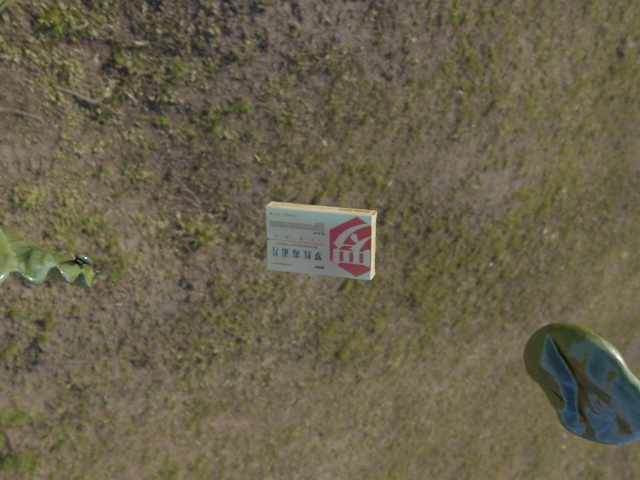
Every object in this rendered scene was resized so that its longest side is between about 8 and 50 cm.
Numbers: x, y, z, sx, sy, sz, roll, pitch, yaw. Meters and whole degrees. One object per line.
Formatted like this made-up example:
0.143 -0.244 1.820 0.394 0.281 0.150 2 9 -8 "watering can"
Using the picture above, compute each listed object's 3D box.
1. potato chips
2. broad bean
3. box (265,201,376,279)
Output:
-0.465 -0.025 0.894 0.373 0.389 0.097 38 74 -23 "potato chips"
0.325 0.176 0.829 0.207 0.153 0.072 52 55 -43 "broad bean"
0.000 0.000 0.581 0.015 0.093 0.058 -49 142 -65 "box"
